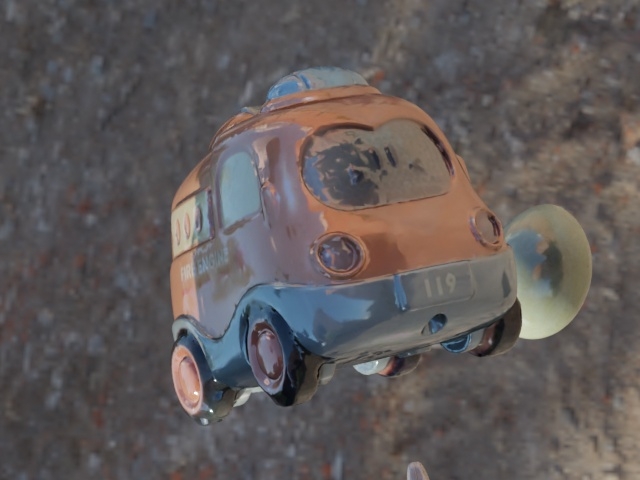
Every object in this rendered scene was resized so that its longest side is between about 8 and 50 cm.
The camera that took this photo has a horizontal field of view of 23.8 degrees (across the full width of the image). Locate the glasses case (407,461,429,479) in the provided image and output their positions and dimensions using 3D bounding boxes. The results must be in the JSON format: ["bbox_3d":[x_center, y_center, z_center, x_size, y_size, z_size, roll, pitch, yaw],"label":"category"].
[{"bbox_3d":[0.090,0.232,1.314,0.032,0.021,0.083,67,-169,-57],"label":"glasses case"}]

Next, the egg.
[{"bbox_3d":[0.234,0.032,1.628,0.114,0.114,0.152,-14,51,54],"label":"egg"}]

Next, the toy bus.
[{"bbox_3d":[0.000,0.000,1.093,0.288,0.194,0.232,-27,73,61],"label":"toy bus"}]
